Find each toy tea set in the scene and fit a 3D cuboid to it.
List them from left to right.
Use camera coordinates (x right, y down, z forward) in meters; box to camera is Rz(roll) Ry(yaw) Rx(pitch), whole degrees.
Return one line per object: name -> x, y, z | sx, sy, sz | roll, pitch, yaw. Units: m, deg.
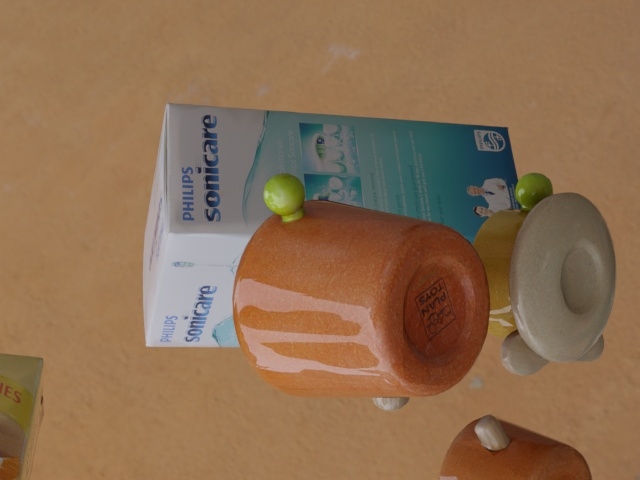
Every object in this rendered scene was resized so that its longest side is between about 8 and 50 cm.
toy tea set -> 0.041, 0.126, 0.492 | 0.200, 0.336, 0.124 | 7, 177, -42

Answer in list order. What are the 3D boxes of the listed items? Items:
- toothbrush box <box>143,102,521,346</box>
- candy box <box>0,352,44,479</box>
toothbrush box -> 0.000, 0.000, 0.862 | 0.296, 0.126, 0.216 | 1, 151, -14
candy box -> -0.343, 0.151, 0.599 | 0.317, 0.182, 0.087 | 7, 140, -10
